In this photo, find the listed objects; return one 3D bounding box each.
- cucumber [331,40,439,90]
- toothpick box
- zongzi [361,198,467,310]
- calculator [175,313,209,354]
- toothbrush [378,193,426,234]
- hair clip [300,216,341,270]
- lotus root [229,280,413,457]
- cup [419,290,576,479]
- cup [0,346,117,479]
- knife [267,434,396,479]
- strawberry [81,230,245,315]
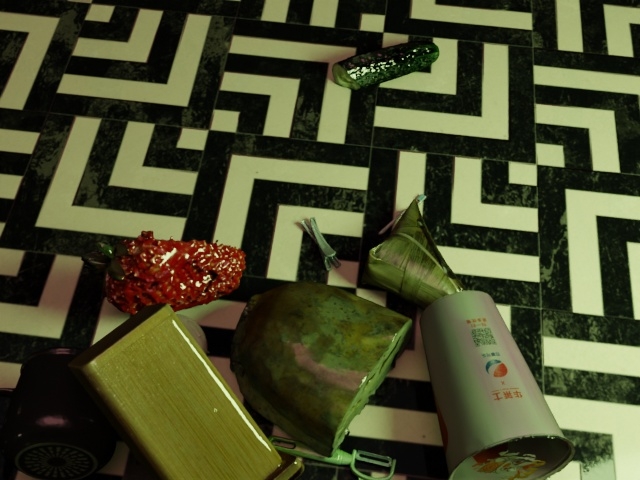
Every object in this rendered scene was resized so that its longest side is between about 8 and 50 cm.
[{"bbox_3d":[0.146,-0.377,1.818,0.241,0.074,0.074,-19,59,-15],"label":"cucumber"},{"bbox_3d":[-0.205,0.258,1.236,0.187,0.190,0.308,-38,101,-22],"label":"toothpick box"},{"bbox_3d":[0.207,0.036,1.540,0.205,0.094,0.204,29,52,12],"label":"zongzi"},{"bbox_3d":[-0.275,0.196,1.448,0.175,0.032,0.100,-33,64,-21],"label":"calculator"},{"bbox_3d":[0.156,-0.049,1.636,0.131,0.011,0.013,-40,79,-24],"label":"toothbrush"},{"bbox_3d":[0.001,0.000,1.585,0.030,0.039,0.115,-19,57,-20],"label":"hair clip"},{"bbox_3d":[-0.017,0.164,1.413,0.260,0.149,0.267,29,56,18],"label":"lotus root"},{"bbox_3d":[0.259,0.234,1.363,0.203,0.203,0.288,-8,52,-7],"label":"cup"},{"bbox_3d":[-0.422,0.262,1.315,0.223,0.169,0.177,5,50,-11],"label":"cup"},{"bbox_3d":[0.013,0.351,1.366,0.212,0.015,0.054,12,58,6],"label":"knife"},{"bbox_3d":[-0.256,0.068,1.453,0.286,0.188,0.106,1,65,-27],"label":"strawberry"}]
